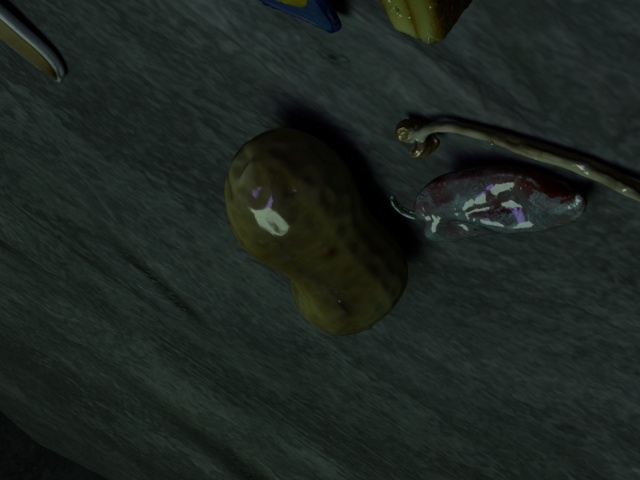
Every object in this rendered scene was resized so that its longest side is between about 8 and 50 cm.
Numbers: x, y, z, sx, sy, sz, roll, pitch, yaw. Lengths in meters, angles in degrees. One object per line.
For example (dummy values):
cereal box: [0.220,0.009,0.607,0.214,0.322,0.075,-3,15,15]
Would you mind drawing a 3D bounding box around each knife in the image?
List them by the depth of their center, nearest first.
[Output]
knife: [-0.284,-0.204,1.329,0.046,0.022,0.256,3,149,48]

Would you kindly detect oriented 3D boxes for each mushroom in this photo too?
mushroom: [0.154,-0.040,1.001,0.286,0.026,0.028,16,170,40]

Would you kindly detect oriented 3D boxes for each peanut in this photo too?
peanut: [0.000,0.000,1.249,0.229,0.098,0.103,55,-166,-47]

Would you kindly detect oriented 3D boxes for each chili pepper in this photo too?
chili pepper: [0.111,-0.025,1.080,0.153,0.041,0.050,-9,157,43]

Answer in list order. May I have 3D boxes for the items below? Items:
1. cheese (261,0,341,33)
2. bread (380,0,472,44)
cheese: [-0.051,-0.180,0.924,0.156,0.064,0.250,28,171,22]
bread: [0.057,-0.151,0.762,0.035,0.094,0.090,22,156,29]
